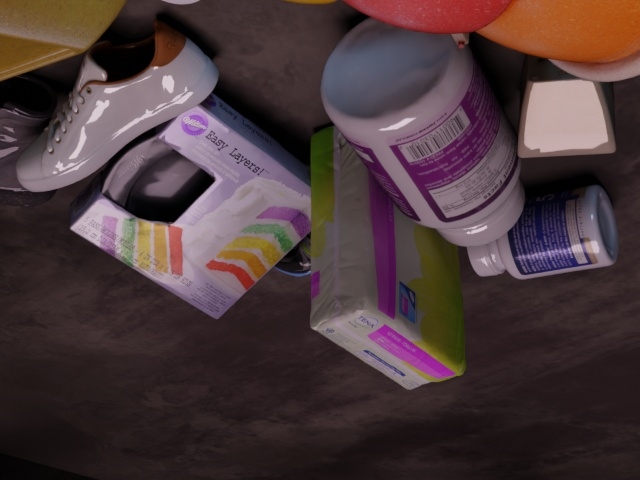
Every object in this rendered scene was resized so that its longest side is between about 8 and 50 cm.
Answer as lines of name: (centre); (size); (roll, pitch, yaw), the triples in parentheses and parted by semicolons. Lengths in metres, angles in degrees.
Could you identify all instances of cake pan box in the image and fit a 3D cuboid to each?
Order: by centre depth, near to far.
cake pan box: (-0.156, -0.049, 1.415); (0.246, 0.070, 0.267); (-43, 122, 16)

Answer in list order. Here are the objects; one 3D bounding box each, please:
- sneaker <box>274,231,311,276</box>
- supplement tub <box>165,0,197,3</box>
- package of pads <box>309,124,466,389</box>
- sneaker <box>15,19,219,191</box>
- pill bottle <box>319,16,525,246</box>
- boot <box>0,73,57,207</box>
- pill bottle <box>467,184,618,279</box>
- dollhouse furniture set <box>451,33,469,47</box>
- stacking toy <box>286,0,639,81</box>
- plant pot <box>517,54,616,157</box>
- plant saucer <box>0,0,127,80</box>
sneaker: (0.000, 0.000, 1.622); (0.188, 0.067, 0.078); (-18, 122, 39)
supplement tub: (-0.133, -0.292, 1.061); (0.071, 0.107, 0.071); (5, 151, 3)
package of pads: (0.088, 0.018, 1.381); (0.101, 0.296, 0.229); (-22, 141, 31)
sneaker: (-0.271, -0.168, 1.297); (0.290, 0.106, 0.123); (-31, 132, 16)
pill bottle: (0.135, -0.117, 1.262); (0.169, 0.169, 0.301); (-8, 148, 25)
boot: (-0.508, -0.150, 1.412); (0.338, 0.118, 0.222); (-1, 149, -9)
pill bottle: (0.300, -0.006, 1.486); (0.187, 0.112, 0.112); (-11, 147, 28)
dollhouse furniture set: (0.158, -0.289, 0.986); (0.129, 0.129, 0.183); (-8, 148, 24)
stacking toy: (0.015, -0.270, 0.710); (0.480, 0.350, 0.350); (-6, 155, -17)
plant pot: (0.273, -0.166, 1.218); (0.109, 0.109, 0.096); (-2, 138, 15)
plant saucer: (-0.408, -0.217, 1.123); (0.333, 0.081, 0.333); (-12, 177, 29)
